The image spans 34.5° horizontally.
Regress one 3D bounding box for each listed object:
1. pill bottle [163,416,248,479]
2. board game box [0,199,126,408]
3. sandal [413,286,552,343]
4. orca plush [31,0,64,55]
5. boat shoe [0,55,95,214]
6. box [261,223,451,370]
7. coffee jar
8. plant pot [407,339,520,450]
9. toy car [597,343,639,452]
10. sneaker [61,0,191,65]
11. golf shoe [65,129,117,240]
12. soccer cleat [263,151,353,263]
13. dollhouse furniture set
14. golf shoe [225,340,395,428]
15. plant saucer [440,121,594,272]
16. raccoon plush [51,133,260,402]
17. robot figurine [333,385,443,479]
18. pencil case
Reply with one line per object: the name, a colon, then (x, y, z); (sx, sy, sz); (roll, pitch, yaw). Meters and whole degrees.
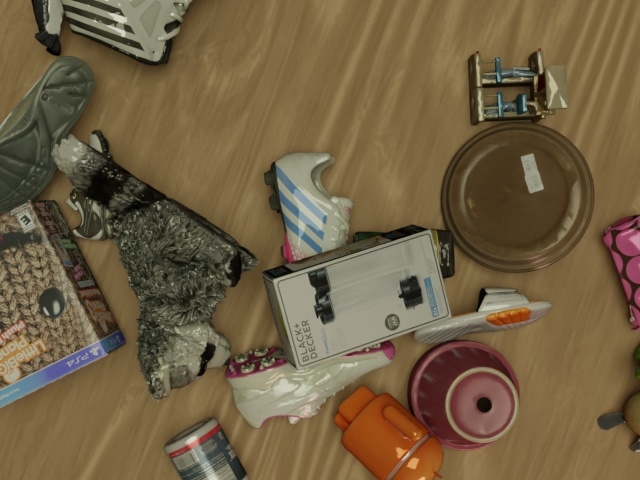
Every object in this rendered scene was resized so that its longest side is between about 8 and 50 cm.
pill bottle: (-0.189, 0.414, 1.818); (0.108, 0.108, 0.180); (-29, 92, -5)
board game box: (-0.512, 0.108, 1.768); (0.232, 0.141, 0.291); (-27, 91, 3)
sandal: (0.291, 0.122, 1.866); (0.265, 0.102, 0.076); (-9, 67, -11)
orca plush: (-0.468, -0.475, 1.844); (0.151, 0.102, 0.287); (3, 94, -49)
boat shoe: (-0.509, -0.184, 1.821); (0.118, 0.103, 0.320); (29, 92, -22)
box: (0.062, 0.095, 1.759); (0.289, 0.087, 0.169); (-16, 102, -13)
coffee jar: (0.152, 0.028, 1.869); (0.184, 0.079, 0.096); (-3, 90, -5)
plant pot: (0.265, 0.279, 1.822); (0.201, 0.180, 0.201); (0, 88, -4)
toy car: (0.609, 0.305, 1.896); (0.155, 0.149, 0.188); (37, 115, 1)
sneaker: (-0.248, -0.457, 1.838); (0.447, 0.169, 0.258); (-14, 116, -17)
golf shoe: (-0.409, -0.098, 1.828); (0.093, 0.077, 0.198); (-5, 88, -4)
soccer cleat: (0.000, 0.000, 1.832); (0.143, 0.116, 0.331); (-14, 88, 8)
dollhouse furniture set: (0.348, -0.284, 1.839); (0.129, 0.183, 0.129); (-3, 89, -5)
golf shoe: (-0.012, 0.249, 1.848); (0.306, 0.115, 0.140); (-11, 105, -3)
plant saucer: (0.350, -0.081, 1.856); (0.277, 0.041, 0.278); (-2, 83, 18)
raccoon plush: (-0.325, 0.062, 1.781); (0.446, 0.216, 0.299); (35, 92, 2)
robot figurine: (0.126, 0.359, 1.821); (0.219, 0.128, 0.158); (41, 109, 17)
pencil case: (0.590, 0.059, 1.901); (0.098, 0.095, 0.209); (-19, 88, 11)
